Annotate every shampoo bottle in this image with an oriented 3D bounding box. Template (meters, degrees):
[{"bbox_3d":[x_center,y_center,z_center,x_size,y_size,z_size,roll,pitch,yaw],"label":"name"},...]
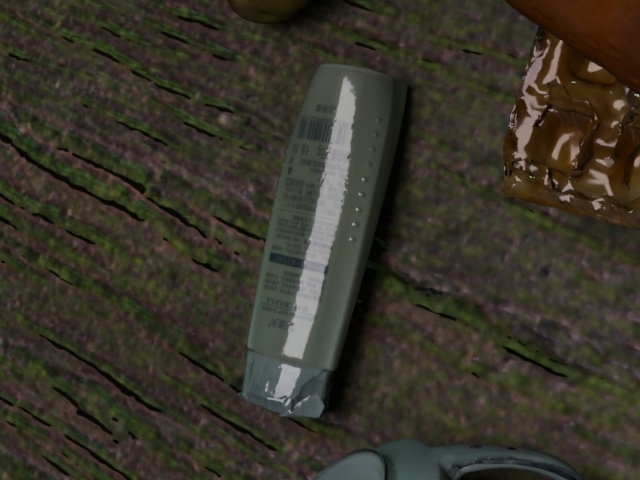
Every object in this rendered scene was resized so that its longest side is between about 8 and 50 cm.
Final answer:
[{"bbox_3d":[0.000,0.000,0.912,0.072,0.049,0.212,14,91,31],"label":"shampoo bottle"}]

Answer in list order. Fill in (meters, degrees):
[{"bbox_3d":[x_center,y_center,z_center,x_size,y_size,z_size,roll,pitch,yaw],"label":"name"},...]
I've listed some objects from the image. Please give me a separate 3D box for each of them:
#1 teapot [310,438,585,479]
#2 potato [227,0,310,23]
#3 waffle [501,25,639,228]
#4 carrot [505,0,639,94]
[{"bbox_3d":[0.049,0.199,0.811,0.232,0.159,0.159,-48,61,8],"label":"teapot"},{"bbox_3d":[-0.014,-0.194,0.932,0.138,0.070,0.092,-39,64,25],"label":"potato"},{"bbox_3d":[0.228,-0.139,0.749,0.213,0.091,0.308,21,96,34],"label":"waffle"},{"bbox_3d":[0.149,-0.148,0.678,0.159,0.159,0.225,-43,73,22],"label":"carrot"}]
